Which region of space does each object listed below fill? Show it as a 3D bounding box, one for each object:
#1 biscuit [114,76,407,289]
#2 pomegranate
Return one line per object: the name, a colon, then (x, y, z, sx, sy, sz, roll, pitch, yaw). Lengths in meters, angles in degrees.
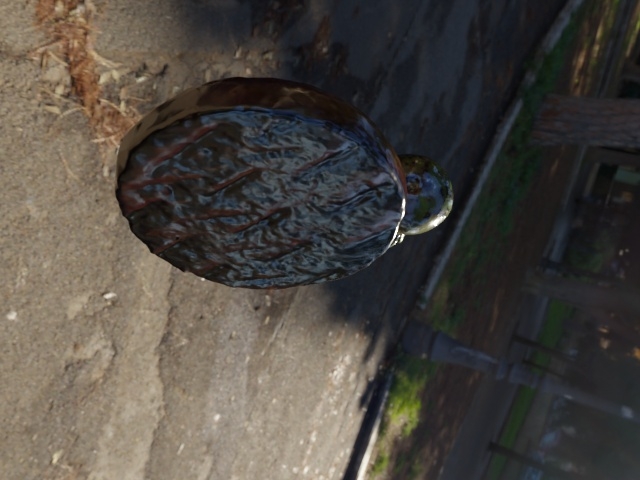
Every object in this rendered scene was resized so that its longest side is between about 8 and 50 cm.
biscuit: (-0.081, -0.065, 0.913, 0.407, 0.407, 0.091, 71, 15, -54)
pomegranate: (0.253, -0.103, 1.812, 0.242, 0.242, 0.306, -63, 153, -23)
